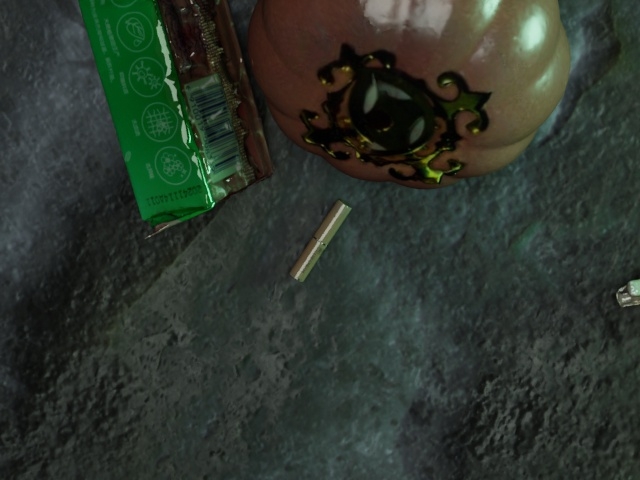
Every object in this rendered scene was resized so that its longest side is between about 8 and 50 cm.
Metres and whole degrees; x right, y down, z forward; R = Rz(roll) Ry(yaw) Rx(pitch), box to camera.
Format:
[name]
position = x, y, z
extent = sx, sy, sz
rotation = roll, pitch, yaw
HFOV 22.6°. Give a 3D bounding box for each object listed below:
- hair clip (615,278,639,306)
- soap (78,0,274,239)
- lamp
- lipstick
[hair clip]
position = 0.406, 0.043, 1.619
extent = 0.214, 0.056, 0.062
rotation = -8, 79, -3
[soap]
position = -0.140, -0.158, 1.568
extent = 0.098, 0.218, 0.273
rotation = -12, 100, 22
[lamp]
position = 0.085, -0.194, 1.523
extent = 0.306, 0.239, 0.305
rotation = 7, 142, 5
[lipstick]
position = 0.000, 0.000, 1.662
extent = 0.019, 0.019, 0.094
rotation = 33, 98, 1
